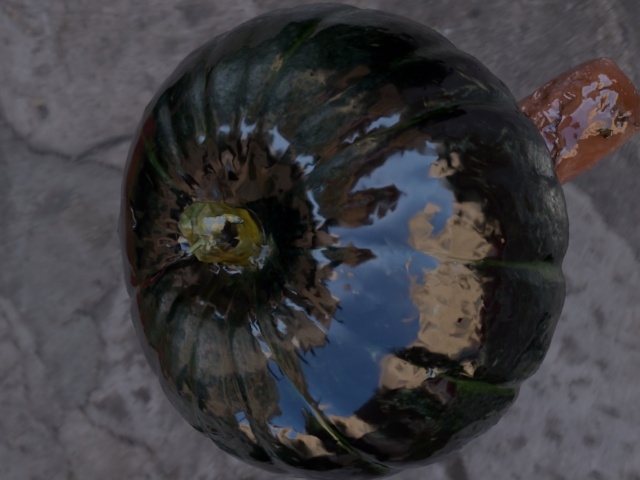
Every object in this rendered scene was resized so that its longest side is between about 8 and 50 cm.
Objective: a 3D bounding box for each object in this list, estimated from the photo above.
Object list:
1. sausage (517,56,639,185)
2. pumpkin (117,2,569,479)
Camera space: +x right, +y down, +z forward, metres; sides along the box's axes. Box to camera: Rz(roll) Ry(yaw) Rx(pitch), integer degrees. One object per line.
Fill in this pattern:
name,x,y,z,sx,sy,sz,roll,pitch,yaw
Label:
sausage,0.106,-0.022,1.133,0.327,0.079,0.087,-40,126,23
pumpkin,0.000,0.000,0.753,0.250,0.216,0.249,-5,81,34
